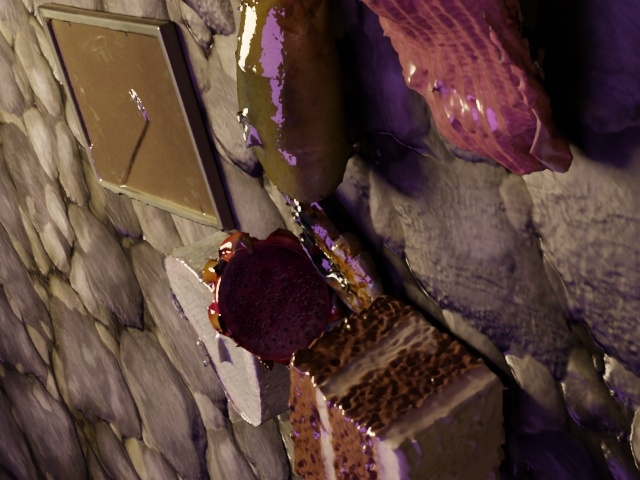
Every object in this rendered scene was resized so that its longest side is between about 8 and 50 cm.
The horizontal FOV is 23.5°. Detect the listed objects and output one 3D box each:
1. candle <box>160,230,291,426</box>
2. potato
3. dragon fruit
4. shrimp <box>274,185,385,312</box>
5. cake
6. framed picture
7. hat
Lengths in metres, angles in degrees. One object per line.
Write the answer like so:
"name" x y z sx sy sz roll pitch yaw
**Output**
"candle" -0.073 0.078 1.461 0.192 0.068 0.168 61 158 0
"potato" -0.024 -0.119 1.172 0.105 0.085 0.188 35 138 41
"dragon fruit" -0.044 0.051 1.350 0.126 0.112 0.068 36 167 -4
"shrimp" 0.000 0.000 1.291 0.161 0.034 0.091 57 154 11
"cake" 0.063 0.143 1.207 0.147 0.134 0.135 27 137 38
"framed picture" -0.189 -0.129 1.544 0.289 0.016 0.213 18 130 56
"hat" 0.062 -0.179 0.922 0.237 0.107 0.286 46 173 31
